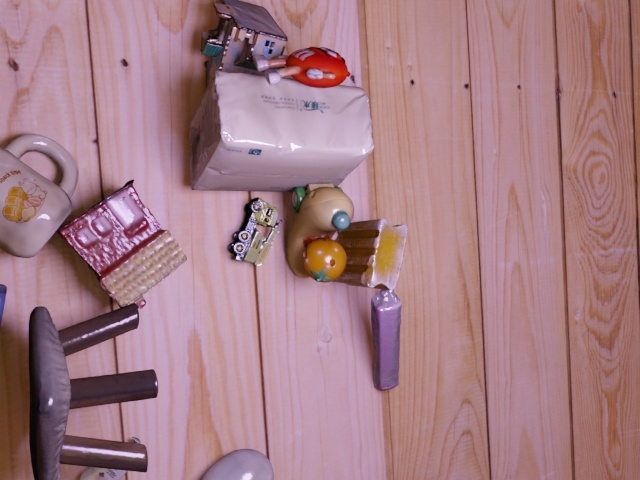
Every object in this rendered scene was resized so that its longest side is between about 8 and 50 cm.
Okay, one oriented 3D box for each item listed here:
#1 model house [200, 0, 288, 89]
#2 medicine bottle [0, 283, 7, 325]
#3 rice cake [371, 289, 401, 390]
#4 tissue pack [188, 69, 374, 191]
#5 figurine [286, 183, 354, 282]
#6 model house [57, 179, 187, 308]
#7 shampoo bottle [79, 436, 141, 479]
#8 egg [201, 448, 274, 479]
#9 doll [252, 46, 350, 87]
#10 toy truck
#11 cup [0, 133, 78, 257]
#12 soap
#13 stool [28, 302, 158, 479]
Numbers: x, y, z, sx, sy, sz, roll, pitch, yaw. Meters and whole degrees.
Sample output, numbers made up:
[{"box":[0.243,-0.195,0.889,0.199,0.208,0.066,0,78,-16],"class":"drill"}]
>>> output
[{"box":[-0.201,-0.445,1.497,0.178,0.271,0.206,4,125,-27],"class":"model house"},{"box":[-0.727,0.190,1.315,0.084,0.083,0.203,10,89,-25],"class":"medicine bottle"},{"box":[0.175,0.276,1.648,0.070,0.064,0.399,-19,134,-13],"class":"rice cake"},{"box":[-0.102,-0.244,1.469,0.381,0.297,0.207,-1,73,-23],"class":"tissue pack"},{"box":[0.000,0.000,1.534,0.124,0.324,0.222,-5,54,-23],"class":"figurine"},{"box":[-0.438,0.020,1.407,0.196,0.160,0.254,-39,109,-19],"class":"model house"},{"box":[-0.485,0.527,1.457,0.152,0.045,0.077,-43,107,-19],"class":"shampoo bottle"},{"box":[-0.214,0.608,1.530,0.209,0.151,0.151,-31,104,-13],"class":"egg"},{"box":[-0.026,-0.373,1.339,0.217,0.183,0.085,-4,121,-21],"class":"doll"},{"box":[-0.163,-0.018,1.578,0.100,0.077,0.168,25,79,-21],"class":"toy truck"},{"box":[-0.643,-0.098,1.330,0.202,0.255,0.173,39,118,-20],"class":"cup"},{"box":[0.115,0.034,1.598,0.089,0.274,0.173,15,85,-19],"class":"soap"},{"box":[-0.478,0.318,1.274,0.226,0.310,0.310,-2,124,-25],"class":"stool"}]
